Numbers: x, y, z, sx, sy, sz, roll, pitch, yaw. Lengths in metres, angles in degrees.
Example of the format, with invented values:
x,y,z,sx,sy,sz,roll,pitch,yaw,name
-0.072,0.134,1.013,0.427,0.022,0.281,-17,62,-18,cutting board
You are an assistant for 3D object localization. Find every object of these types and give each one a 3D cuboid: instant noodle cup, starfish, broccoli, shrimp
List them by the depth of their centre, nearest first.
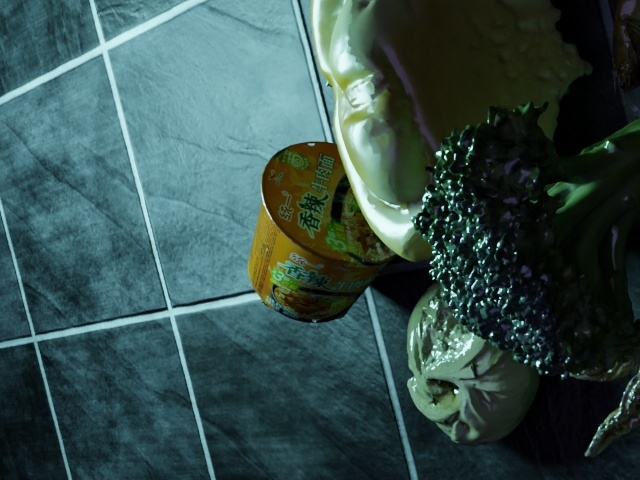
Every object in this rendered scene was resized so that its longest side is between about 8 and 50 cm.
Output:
x,y,z,sx,sy,sz,roll,pitch,yaw,name
0.313,-0.013,1.259,0.275,0.397,0.353,56,154,17,broccoli
0.388,-0.234,1.316,0.095,0.045,0.162,7,108,15,shrimp
0.425,0.161,1.326,0.301,0.084,0.293,50,119,25,starfish
0.000,0.000,1.634,0.230,0.230,0.182,51,139,23,instant noodle cup

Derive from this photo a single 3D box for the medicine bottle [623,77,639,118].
x,y,z,sx,sy,sz,roll,pitch,yaw,name
0.396,-0.177,1.283,0.091,0.058,0.058,-48,67,30,medicine bottle

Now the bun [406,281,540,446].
x,y,z,sx,sy,sz,roll,pitch,yaw,name
0.196,0.168,1.546,0.210,0.116,0.237,-18,89,45,bun

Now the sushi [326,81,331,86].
x,y,z,sx,sy,sz,roll,pitch,yaw,name
0.045,-0.265,1.627,0.083,0.056,0.084,-4,97,38,sushi

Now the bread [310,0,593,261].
x,y,z,sx,sy,sz,roll,pitch,yaw,name
0.150,-0.184,1.406,0.329,0.245,0.424,-14,87,45,bread
